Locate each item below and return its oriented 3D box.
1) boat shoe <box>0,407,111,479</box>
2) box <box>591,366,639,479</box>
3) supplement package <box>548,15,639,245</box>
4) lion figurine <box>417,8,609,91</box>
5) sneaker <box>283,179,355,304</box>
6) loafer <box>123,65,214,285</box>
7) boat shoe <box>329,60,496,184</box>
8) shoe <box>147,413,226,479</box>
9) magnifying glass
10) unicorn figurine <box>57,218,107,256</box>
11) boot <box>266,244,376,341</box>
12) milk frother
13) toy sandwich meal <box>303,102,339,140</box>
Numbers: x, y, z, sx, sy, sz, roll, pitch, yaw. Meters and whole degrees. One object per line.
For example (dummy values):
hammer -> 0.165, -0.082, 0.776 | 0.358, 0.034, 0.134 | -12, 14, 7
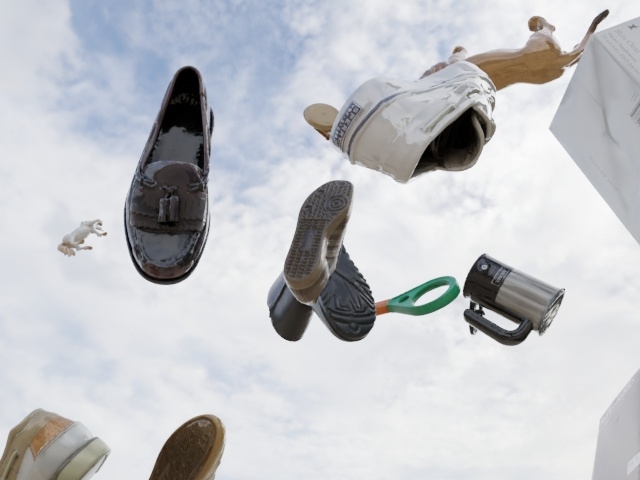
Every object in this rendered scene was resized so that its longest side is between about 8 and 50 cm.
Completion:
boat shoe -> -0.373, 0.319, 0.697 | 0.103, 0.113, 0.302 | 41, -62, 4
box -> 0.498, 0.374, 0.785 | 0.143, 0.381, 0.191 | 26, -51, 19
supplement package -> 0.481, -0.152, 0.749 | 0.145, 0.262, 0.204 | -22, -27, -6
lion figurine -> 0.345, -0.327, 1.037 | 0.391, 0.240, 0.142 | -19, -68, 38
sneaker -> 0.000, 0.000, 0.724 | 0.066, 0.189, 0.071 | 11, -37, 22
loafer -> -0.188, -0.095, 0.678 | 0.108, 0.303, 0.095 | 5, -33, -10
boat shoe -> 0.118, -0.107, 0.501 | 0.267, 0.088, 0.096 | -21, -34, -53
shoe -> -0.188, 0.320, 0.727 | 0.219, 0.076, 0.058 | -55, -31, 12
magnifying glass -> 0.143, 0.111, 0.944 | 0.230, 0.092, 0.026 | -20, -74, 42
unicorn figurine -> -0.576, -0.018, 1.314 | 0.111, 0.162, 0.060 | 6, -65, 34
boot -> -0.009, 0.114, 0.913 | 0.094, 0.247, 0.207 | 0, -44, -28
milk frother -> 0.307, 0.112, 0.875 | 0.129, 0.134, 0.143 | -58, -34, -4
toy sandwich meal -> 0.006, -0.225, 1.009 | 0.085, 0.086, 0.029 | 5, -40, -10
